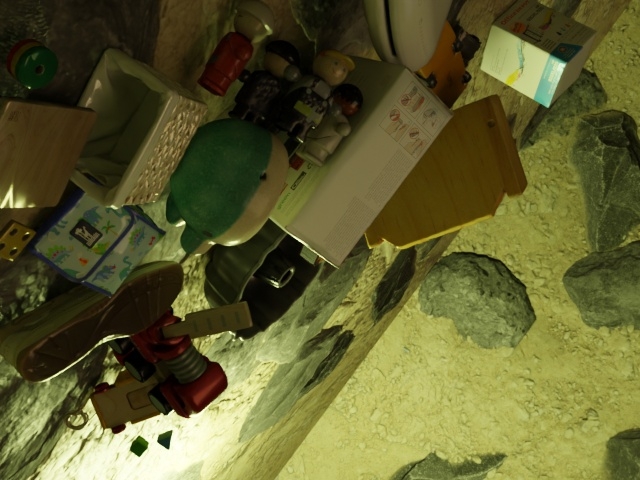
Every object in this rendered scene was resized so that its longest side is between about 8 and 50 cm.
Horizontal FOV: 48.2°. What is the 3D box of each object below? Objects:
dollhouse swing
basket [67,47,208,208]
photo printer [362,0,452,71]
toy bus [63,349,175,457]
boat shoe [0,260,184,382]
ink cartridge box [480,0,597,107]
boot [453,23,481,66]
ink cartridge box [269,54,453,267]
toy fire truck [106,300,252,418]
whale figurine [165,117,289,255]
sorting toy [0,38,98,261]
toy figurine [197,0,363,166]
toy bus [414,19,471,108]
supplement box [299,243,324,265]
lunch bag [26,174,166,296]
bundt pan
[{"bbox_3d":[0.290,-0.145,1.640,0.347,0.314,0.305,-21,163,25],"label":"dollhouse swing"},{"bbox_3d":[-0.235,-0.136,0.897,0.167,0.113,0.103,-57,164,13],"label":"basket"},{"bbox_3d":[0.151,-0.438,1.113,0.256,0.107,0.307,66,41,-62],"label":"photo printer"},{"bbox_3d":[-0.352,0.291,1.370,0.190,0.202,0.104,-62,-169,6],"label":"toy bus"},{"bbox_3d":[-0.342,0.100,1.088,0.302,0.098,0.109,-33,139,-41],"label":"boat shoe"},{"bbox_3d":[0.592,-0.521,1.962,0.171,0.233,0.168,-44,157,-25],"label":"ink cartridge box"},{"bbox_3d":[0.325,-0.400,1.770,0.229,0.091,0.263,-56,159,10],"label":"boot"},{"bbox_3d":[0.024,-0.150,1.209,0.130,0.272,0.309,37,91,-32],"label":"ink cartridge box"},{"bbox_3d":[-0.216,0.188,1.216,0.158,0.217,0.246,-41,-158,-31],"label":"toy fire truck"},{"bbox_3d":[-0.165,-0.086,1.028,0.141,0.272,0.216,31,72,-31],"label":"whale figurine"},{"bbox_3d":[-0.342,-0.097,0.813,0.274,0.046,0.132,-60,160,17],"label":"sorting toy"},{"bbox_3d":[-0.046,-0.225,1.034,0.148,0.210,0.213,-58,162,-3],"label":"toy figurine"},{"bbox_3d":[0.227,-0.376,1.519,0.108,0.130,0.333,-55,161,3],"label":"toy bus"},{"bbox_3d":[0.000,0.000,1.406,0.055,0.043,0.083,-31,152,-49],"label":"supplement box"},{"bbox_3d":[-0.310,-0.009,0.985,0.128,0.096,0.151,-49,147,-3],"label":"lunch bag"},{"bbox_3d":[-0.115,0.041,1.466,0.331,0.124,0.330,-46,160,-22],"label":"bundt pan"}]
